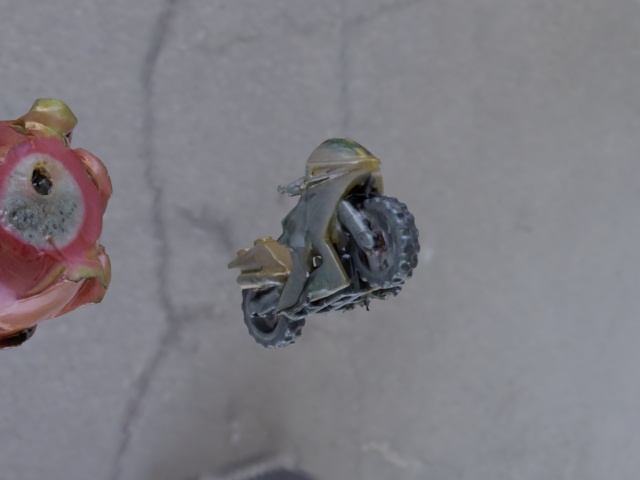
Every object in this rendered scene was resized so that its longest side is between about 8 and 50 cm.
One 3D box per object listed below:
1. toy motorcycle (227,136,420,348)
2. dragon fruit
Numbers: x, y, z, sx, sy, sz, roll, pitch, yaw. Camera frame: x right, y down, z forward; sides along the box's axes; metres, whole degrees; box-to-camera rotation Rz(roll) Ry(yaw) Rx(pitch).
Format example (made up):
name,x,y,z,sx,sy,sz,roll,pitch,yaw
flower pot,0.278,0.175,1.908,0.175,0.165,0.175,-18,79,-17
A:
name,x,y,z,sx,sy,sz,roll,pitch,yaw
toy motorcycle,-0.001,0.000,1.582,0.094,0.229,0.130,-11,77,-38
dragon fruit,-0.299,-0.008,1.806,0.224,0.227,0.224,9,77,-41
